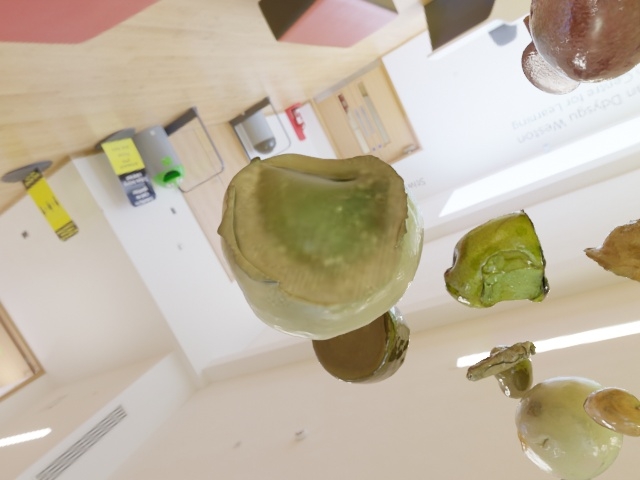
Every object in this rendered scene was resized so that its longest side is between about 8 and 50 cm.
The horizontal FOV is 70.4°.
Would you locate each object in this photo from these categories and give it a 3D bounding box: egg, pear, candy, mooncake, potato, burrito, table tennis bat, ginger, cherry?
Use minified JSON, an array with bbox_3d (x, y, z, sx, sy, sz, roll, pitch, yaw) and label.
[{"bbox_3d":[0.750,0.564,1.432,0.337,0.201,0.336,-50,-157,29],"label":"egg"},{"bbox_3d":[0.459,0.062,1.229,0.256,0.238,0.164,-12,-158,13],"label":"pear"},{"bbox_3d":[0.000,0.000,0.848,0.387,0.186,0.426,5,-138,2],"label":"candy"},{"bbox_3d":[0.124,0.290,1.381,0.285,0.284,0.156,-23,153,24],"label":"mooncake"},{"bbox_3d":[0.750,0.430,1.145,0.147,0.111,0.112,21,-139,39],"label":"potato"},{"bbox_3d":[0.417,0.287,1.069,0.058,0.044,0.188,4,146,-45],"label":"burrito"},{"bbox_3d":[0.745,-0.601,1.492,0.038,0.310,0.200,-53,-149,-16],"label":"table tennis bat"},{"bbox_3d":[0.634,0.024,0.883,0.193,0.115,0.122,-96,-151,-67],"label":"ginger"},{"bbox_3d":[0.696,0.483,1.655,0.157,0.193,0.157,-8,-174,1],"label":"potato"},{"bbox_3d":[0.505,-0.437,0.830,0.221,0.260,0.307,-18,154,18],"label":"cherry"}]
